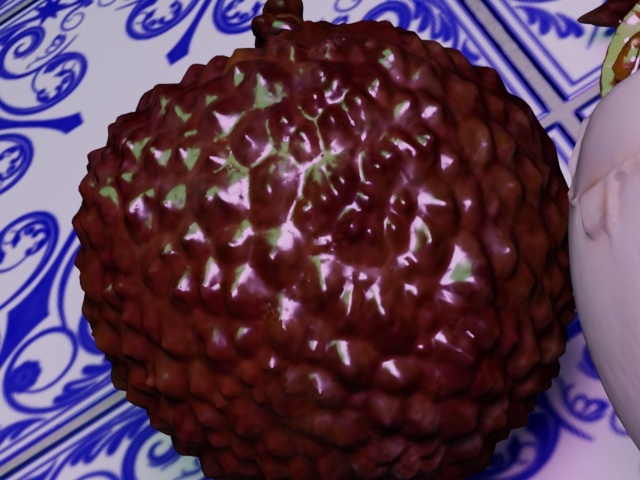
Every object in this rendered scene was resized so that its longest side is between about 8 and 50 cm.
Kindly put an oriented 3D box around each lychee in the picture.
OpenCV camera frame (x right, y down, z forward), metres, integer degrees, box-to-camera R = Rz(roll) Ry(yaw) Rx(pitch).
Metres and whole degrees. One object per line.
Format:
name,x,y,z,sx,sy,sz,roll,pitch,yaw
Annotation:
lychee,0.000,0.000,0.858,0.264,0.264,0.300,-21,67,17

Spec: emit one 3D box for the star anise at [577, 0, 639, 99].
star anise,0.219,-0.125,0.984,0.212,0.053,0.157,9,57,38

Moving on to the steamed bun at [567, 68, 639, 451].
steamed bun,0.259,0.032,0.657,0.309,0.309,0.309,-19,43,19
